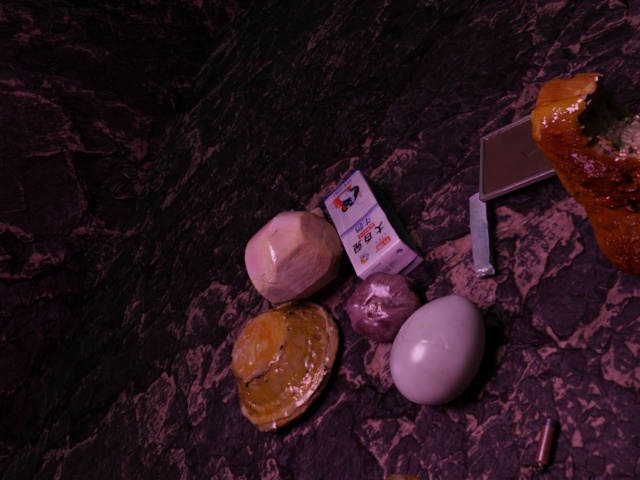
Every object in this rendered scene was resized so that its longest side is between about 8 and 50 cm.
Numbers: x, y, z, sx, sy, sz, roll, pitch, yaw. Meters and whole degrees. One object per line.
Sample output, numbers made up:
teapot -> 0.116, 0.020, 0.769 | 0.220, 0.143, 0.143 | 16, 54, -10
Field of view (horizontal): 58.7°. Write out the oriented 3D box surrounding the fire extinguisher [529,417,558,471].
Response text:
fire extinguisher -> 0.338, 0.312, 0.865 | 0.028, 0.022, 0.083 | 17, 70, 16

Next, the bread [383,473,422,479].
bread -> 0.101, 0.498, 0.882 | 0.152, 0.130, 0.267 | 126, 169, -71

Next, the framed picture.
framed picture -> 0.434, -0.193, 1.143 | 0.260, 0.023, 0.188 | -23, 42, 38

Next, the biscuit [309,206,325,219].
biscuit -> 0.000, 0.000, 1.507 | 0.061, 0.055, 0.219 | -53, 31, 31

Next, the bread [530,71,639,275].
bread -> 0.436, -0.074, 0.775 | 0.185, 0.380, 0.109 | 8, 61, 53

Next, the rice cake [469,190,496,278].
rice cake -> 0.327, -0.012, 1.153 | 0.043, 0.034, 0.210 | -17, 48, 30

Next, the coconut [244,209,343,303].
coconut -> -0.075, 0.043, 1.342 | 0.237, 0.237, 0.197 | -35, 82, 25

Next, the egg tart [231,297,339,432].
egg tart -> -0.105, 0.269, 1.332 | 0.341, 0.132, 0.341 | -32, 38, 29

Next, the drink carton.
drink carton -> 0.117, -0.029, 1.352 | 0.130, 0.107, 0.314 | -43, 36, 17

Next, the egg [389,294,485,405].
egg -> 0.210, 0.191, 1.010 | 0.151, 0.151, 0.209 | 15, 71, 54

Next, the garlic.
garlic -> 0.127, 0.136, 1.187 | 0.159, 0.102, 0.147 | -19, 66, 27
